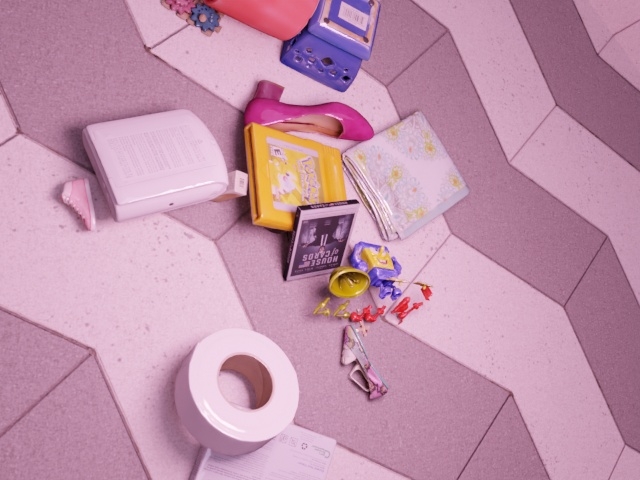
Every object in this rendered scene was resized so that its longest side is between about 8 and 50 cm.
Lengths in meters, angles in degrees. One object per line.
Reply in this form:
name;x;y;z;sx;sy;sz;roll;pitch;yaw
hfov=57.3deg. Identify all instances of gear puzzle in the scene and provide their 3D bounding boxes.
gear puzzle;-0.304;-0.754;1.689;0.175;0.044;0.339;31;66;-17

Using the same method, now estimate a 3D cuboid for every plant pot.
plant pot;-0.150;-0.702;1.612;0.243;0.275;0.274;25;67;-36
plant pot;0.041;-0.622;1.739;0.236;0.212;0.236;20;69;-21

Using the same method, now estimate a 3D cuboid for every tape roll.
tape roll;-0.197;0.353;1.390;0.286;0.100;0.286;20;46;-22

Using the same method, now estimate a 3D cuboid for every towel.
towel;0.269;-0.204;1.826;0.374;0.090;0.320;-32;94;-29

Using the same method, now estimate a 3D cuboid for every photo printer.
photo printer;-0.395;-0.195;1.449;0.308;0.107;0.256;-19;70;-29

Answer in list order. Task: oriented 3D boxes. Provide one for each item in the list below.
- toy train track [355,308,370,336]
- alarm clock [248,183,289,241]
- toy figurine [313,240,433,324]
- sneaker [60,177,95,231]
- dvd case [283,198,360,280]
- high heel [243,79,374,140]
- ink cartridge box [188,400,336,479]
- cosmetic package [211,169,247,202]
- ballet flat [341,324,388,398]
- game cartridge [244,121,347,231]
toy train track;0.121;0.237;1.688;0.048;0.014;0.083;-12;83;-29
alarm clock;-0.124;-0.100;1.619;0.192;0.064;0.129;42;63;-9
toy figurine;0.123;0.092;1.674;0.363;0.191;0.217;10;42;-33
sneaker;-0.576;-0.081;1.389;0.070;0.051;0.134;-9;79;-27
dvd case;0.000;0.000;1.578;0.179;0.238;0.029;-9;41;-28
high heel;-0.031;-0.317;1.677;0.377;0.127;0.181;17;60;-7
ink cartridge box;-0.156;0.599;1.430;0.324;0.071;0.330;26;70;-18
cosmetic package;-0.244;-0.140;1.531;0.041;0.115;0.060;18;70;-46
ballet flat;0.108;0.345;1.629;0.079;0.077;0.221;-30;93;-10
game cartridge;-0.056;-0.158;1.609;0.324;0.053;0.285;8;66;-39
